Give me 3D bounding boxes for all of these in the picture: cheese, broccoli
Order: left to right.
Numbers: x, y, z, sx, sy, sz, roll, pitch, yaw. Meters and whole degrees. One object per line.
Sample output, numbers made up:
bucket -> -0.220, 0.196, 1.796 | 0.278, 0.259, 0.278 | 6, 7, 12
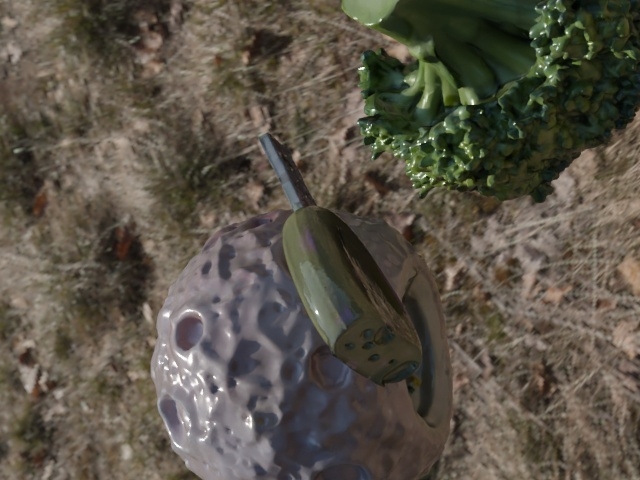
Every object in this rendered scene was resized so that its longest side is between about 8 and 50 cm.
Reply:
cheese -> 0.000, 0.000, 0.666 | 0.037, 0.097, 0.192 | -37, 51, 11
broccoli -> 0.148, -0.149, 0.882 | 0.235, 0.260, 0.288 | 45, 118, 16

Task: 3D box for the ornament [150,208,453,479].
ornament -> -0.018, 0.103, 0.876 | 0.225, 0.259, 0.259 | -8, 103, 20
